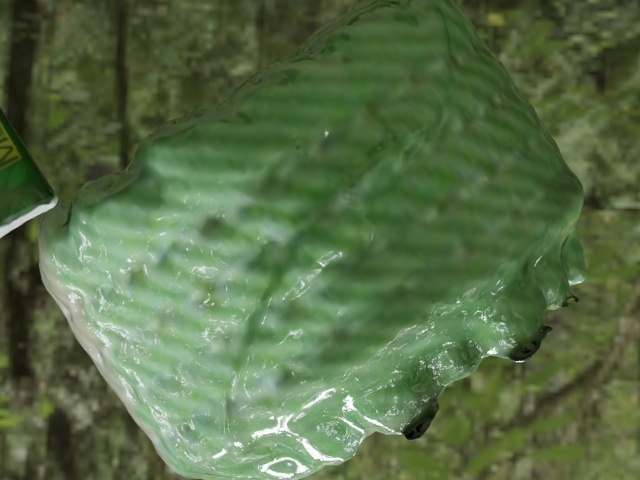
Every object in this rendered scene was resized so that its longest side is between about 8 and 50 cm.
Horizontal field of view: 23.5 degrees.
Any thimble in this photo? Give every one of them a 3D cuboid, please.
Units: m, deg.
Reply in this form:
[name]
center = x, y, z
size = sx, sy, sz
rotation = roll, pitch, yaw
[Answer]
[thimble]
center = 0.000, 0.000, 0.643
size = 0.219, 0.150, 0.219
rotation = -34, -176, 3

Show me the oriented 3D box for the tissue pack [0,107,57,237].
[tissue pack]
center = -0.194, -0.063, 0.471
size = 0.148, 0.209, 0.156
rotation = -34, -175, -36
